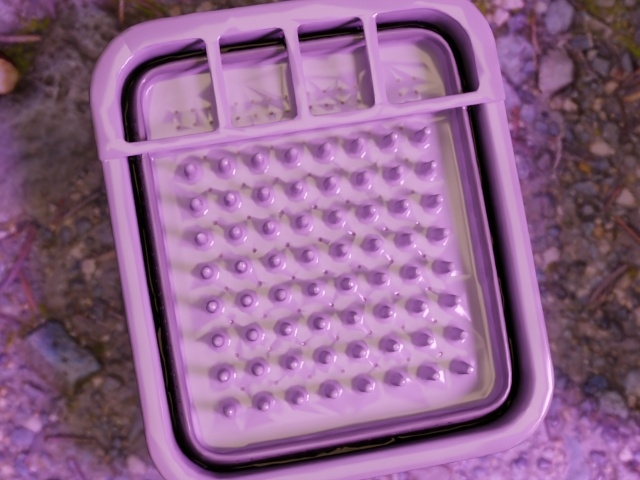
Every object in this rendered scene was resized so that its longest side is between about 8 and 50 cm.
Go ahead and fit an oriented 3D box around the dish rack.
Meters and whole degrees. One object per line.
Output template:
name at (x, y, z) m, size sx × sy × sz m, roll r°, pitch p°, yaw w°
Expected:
dish rack at (0.000, 0.000, 0.738) m, size 0.286 × 0.072 × 0.332 m, roll -9°, pitch 85°, yaw -7°
